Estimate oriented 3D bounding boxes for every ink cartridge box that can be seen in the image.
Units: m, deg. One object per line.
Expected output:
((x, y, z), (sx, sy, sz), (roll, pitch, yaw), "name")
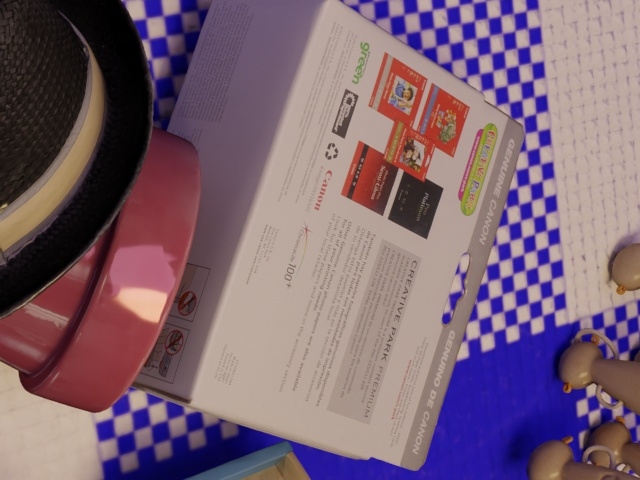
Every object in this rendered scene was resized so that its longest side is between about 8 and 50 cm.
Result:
((0.000, 0.000, 1.247), (0.272, 0.130, 0.309), (26, 80, -45), "ink cartridge box")

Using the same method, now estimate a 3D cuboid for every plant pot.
((-0.203, -0.003, 1.083), (0.180, 0.201, 0.201), (20, 83, -20), "plant pot")

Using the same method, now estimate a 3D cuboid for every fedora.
((-0.270, -0.092, 0.934), (0.334, 0.334, 0.152), (-51, 160, -20), "fedora")

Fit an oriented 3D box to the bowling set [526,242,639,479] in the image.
((0.312, 0.167, 1.519), (0.287, 0.154, 0.200), (-54, 141, -20), "bowling set")

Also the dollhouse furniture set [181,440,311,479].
((-0.076, 0.343, 1.184), (0.303, 0.198, 0.286), (-17, 66, -51), "dollhouse furniture set")
